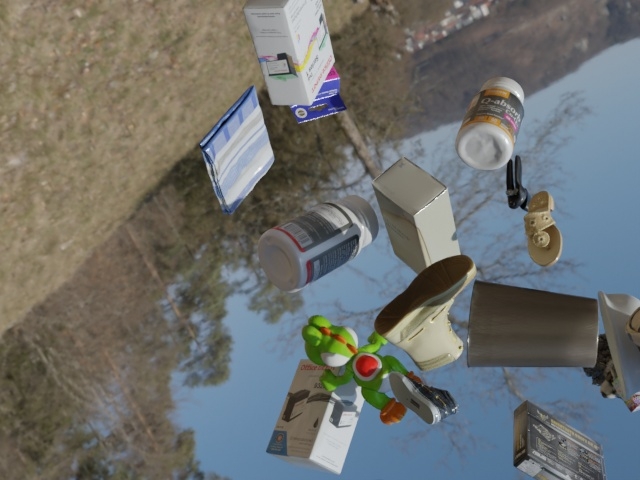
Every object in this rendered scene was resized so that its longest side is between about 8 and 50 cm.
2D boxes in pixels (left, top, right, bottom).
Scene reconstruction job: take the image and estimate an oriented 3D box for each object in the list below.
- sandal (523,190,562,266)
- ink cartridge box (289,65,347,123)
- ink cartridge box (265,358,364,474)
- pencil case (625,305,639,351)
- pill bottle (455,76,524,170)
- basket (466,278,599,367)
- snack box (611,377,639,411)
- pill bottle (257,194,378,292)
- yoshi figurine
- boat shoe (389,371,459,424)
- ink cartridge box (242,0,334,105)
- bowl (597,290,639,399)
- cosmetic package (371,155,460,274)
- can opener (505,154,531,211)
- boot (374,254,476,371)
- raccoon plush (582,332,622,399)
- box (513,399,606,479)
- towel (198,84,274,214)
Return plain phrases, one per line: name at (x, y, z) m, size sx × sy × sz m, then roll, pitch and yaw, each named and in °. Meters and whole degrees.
sandal at (0.502, -0.044, 1.732) m, size 0.088 × 0.079 × 0.240 m, roll -33°, pitch -151°, yaw 35°
ink cartridge box at (-0.065, -0.545, 2.293) m, size 0.175 × 0.371 × 0.069 m, roll -19°, pitch 163°, yaw -22°
ink cartridge box at (-0.004, 0.510, 2.189) m, size 0.223 × 0.129 × 0.307 m, roll -14°, pitch -132°, yaw 51°
pencil case at (0.904, 0.320, 1.771) m, size 0.183 × 0.410 × 0.160 m, roll -34°, pitch -178°, yaw -12°
pill bottle at (0.495, -0.341, 2.130) m, size 0.162 × 0.162 × 0.278 m, roll -19°, pitch -148°, yaw 41°
basket at (0.401, 0.164, 1.400) m, size 0.226 × 0.154 × 0.204 m, roll 3°, pitch -152°, yaw 16°
snack box at (0.942, 0.435, 2.169) m, size 0.141 × 0.100 × 0.037 m, roll -11°, pitch 143°, yaw -22°
pill bottle at (0.000, 0.000, 1.816) m, size 0.283 × 0.161 × 0.161 m, roll -28°, pitch -173°, yaw -37°
yoshi figurine at (0.095, 0.340, 2.056) m, size 0.203 × 0.362 × 0.203 m, roll -50°, pitch -177°, yaw 30°
boat shoe at (0.245, 0.369, 1.767) m, size 0.083 × 0.065 × 0.183 m, roll -11°, pitch -149°, yaw -30°
ink cartridge box at (-0.070, -0.499, 1.818) m, size 0.117 × 0.278 × 0.201 m, roll 7°, pitch -131°, yaw 22°
bowl at (0.846, 0.267, 1.982) m, size 0.134 × 0.298 × 0.298 m, roll -14°, pitch -167°, yaw 17°
cosmetic package at (0.242, -0.041, 1.821) m, size 0.113 × 0.309 × 0.160 m, roll -39°, pitch -128°, yaw -11°
can opener at (0.537, -0.159, 2.046) m, size 0.059 × 0.073 × 0.186 m, roll -23°, pitch -133°, yaw 28°
boot at (0.275, 0.169, 1.665) m, size 0.262 × 0.203 × 0.095 m, roll -42°, pitch -147°, yaw 6°
raccoon plush at (1.115, 0.380, 2.591) m, size 0.446 × 0.216 × 0.299 m, roll -54°, pitch -172°, yaw -9°
box at (0.567, 0.509, 1.760) m, size 0.056 × 0.231 × 0.183 m, roll -55°, pitch -173°, yaw 33°
towel at (-0.190, -0.205, 1.754) m, size 0.209 × 0.034 × 0.285 m, roll -54°, pitch 159°, yaw -21°
